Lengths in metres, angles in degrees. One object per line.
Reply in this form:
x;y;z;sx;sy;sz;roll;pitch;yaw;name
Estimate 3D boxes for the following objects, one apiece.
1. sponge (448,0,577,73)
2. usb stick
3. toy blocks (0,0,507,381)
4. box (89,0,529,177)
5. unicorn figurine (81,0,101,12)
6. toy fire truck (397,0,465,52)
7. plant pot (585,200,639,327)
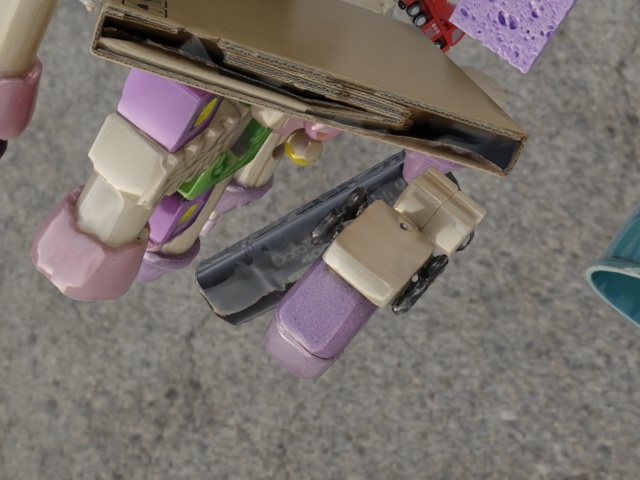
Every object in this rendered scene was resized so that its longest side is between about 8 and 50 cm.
0.249;-0.309;1.264;0.117;0.031;0.210;38;129;9;sponge
0.000;0.000;1.006;0.278;0.045;0.077;-28;107;29;usb stick
-0.071;-0.037;0.723;0.309;0.288;0.260;41;126;7;toy blocks
-0.013;-0.089;0.479;0.201;0.164;0.021;-110;37;-67;box
-0.273;-0.279;1.156;0.162;0.111;0.060;-15;60;39;unicorn figurine
0.161;-0.330;1.390;0.135;0.192;0.047;-36;56;6;toy fire truck
0.381;-0.015;0.811;0.271;0.271;0.255;28;84;39;plant pot
